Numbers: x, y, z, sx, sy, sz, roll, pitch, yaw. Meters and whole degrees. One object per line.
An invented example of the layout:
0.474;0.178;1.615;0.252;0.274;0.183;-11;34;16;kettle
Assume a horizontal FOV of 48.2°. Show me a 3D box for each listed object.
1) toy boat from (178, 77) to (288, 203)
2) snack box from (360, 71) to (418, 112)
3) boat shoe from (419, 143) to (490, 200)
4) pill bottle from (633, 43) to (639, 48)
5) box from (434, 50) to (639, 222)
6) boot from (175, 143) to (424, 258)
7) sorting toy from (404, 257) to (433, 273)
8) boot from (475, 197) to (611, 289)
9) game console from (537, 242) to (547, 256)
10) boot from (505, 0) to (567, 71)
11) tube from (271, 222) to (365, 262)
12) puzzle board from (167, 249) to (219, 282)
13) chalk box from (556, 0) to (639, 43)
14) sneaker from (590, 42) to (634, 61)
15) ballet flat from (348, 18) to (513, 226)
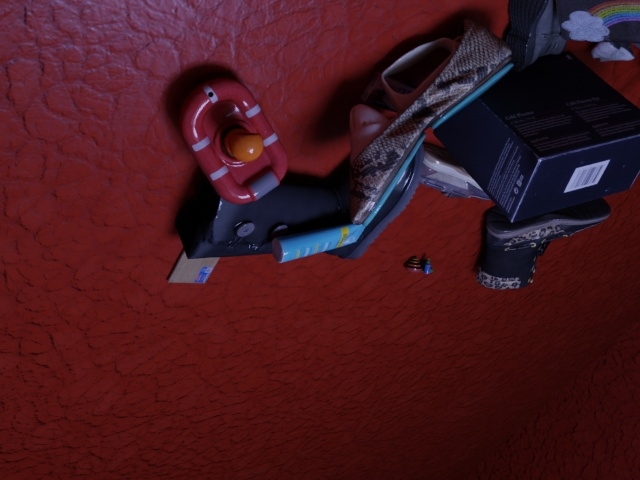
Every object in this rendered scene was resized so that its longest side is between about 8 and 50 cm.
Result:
-0.145;-0.174;1.257;0.151;0.151;0.231;-37;111;-13;toy boat
0.166;-0.300;1.499;0.178;0.022;0.064;8;127;-41;snack box
0.322;-0.150;1.732;0.285;0.102;0.092;15;128;-41;boat shoe
0.763;-0.459;1.528;0.161;0.283;0.161;-20;142;-16;pill bottle
0.486;-0.237;1.563;0.343;0.312;0.179;-14;141;-22;box
-0.038;-0.105;1.496;0.445;0.146;0.367;5;129;-34;boot
0.283;0.067;2.002;0.102;0.061;0.042;0;99;-46;sorting toy
0.635;0.000;2.093;0.378;0.138;0.284;-13;140;-15;boot
0.677;-0.014;2.223;0.107;0.071;0.122;-48;155;-33;game console
0.469;-0.480;1.486;0.161;0.083;0.246;-30;146;-25;boot
0.000;0.000;1.493;0.207;0.052;0.080;-13;158;-28;tube
-0.275;0.048;1.594;0.096;0.011;0.128;4;132;-41;puzzle board
0.541;-0.530;1.321;0.179;0.180;0.289;-67;149;-19;chalk box
0.692;-0.451;1.695;0.152;0.053;0.061;0;157;-42;sneaker
0.171;-0.249;1.401;0.483;0.182;0.164;-47;180;-10;ballet flat
